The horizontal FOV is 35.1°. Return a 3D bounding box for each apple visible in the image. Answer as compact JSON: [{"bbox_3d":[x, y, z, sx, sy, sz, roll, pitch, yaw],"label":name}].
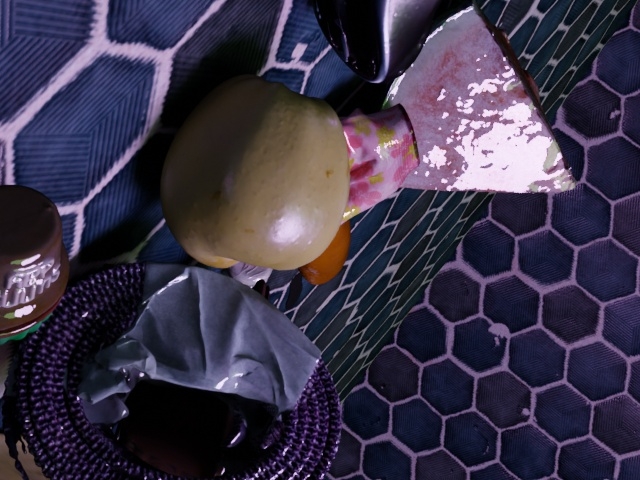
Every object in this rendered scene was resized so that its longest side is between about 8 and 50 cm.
[{"bbox_3d":[-0.060,-0.059,0.990,0.200,0.200,0.200,-47,166,-16],"label":"apple"}]

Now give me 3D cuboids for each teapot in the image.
[{"bbox_3d":[-0.099,0.032,1.364,0.064,0.064,0.083,121,-17,-57],"label":"teapot"}]

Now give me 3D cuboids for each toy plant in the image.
[{"bbox_3d":[-0.258,0.035,0.773,0.143,0.105,0.200,-29,167,-39],"label":"toy plant"}]

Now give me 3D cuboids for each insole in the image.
[{"bbox_3d":[-0.045,0.089,1.775,0.045,0.002,0.135,-47,166,-22],"label":"insole"}]

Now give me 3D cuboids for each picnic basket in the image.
[{"bbox_3d":[-0.162,0.180,1.194,0.222,0.129,0.297,116,-11,-45],"label":"picnic basket"}]

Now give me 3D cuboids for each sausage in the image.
[{"bbox_3d":[0.000,0.000,1.514,0.098,0.098,0.238,-47,168,-14],"label":"sausage"}]

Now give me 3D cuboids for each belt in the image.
[{"bbox_3d":[-0.139,0.160,0.998,0.122,0.325,0.260,126,-18,-70],"label":"belt"}]

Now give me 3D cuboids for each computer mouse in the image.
[{"bbox_3d":[0.056,-0.255,0.949,0.096,0.137,0.233,-11,137,-34],"label":"computer mouse"}]

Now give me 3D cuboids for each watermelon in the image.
[{"bbox_3d":[0.191,-0.161,1.430,0.250,0.293,0.283,-25,179,25],"label":"watermelon"}]

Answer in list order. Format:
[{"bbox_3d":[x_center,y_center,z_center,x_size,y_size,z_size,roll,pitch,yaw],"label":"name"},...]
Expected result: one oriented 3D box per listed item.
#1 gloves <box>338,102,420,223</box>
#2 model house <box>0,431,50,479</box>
[{"bbox_3d":[0.006,-0.082,1.290,0.241,0.126,0.145,-21,169,-2],"label":"gloves"},{"bbox_3d":[-0.338,0.369,1.042,0.266,0.261,0.321,-49,159,0],"label":"model house"}]
